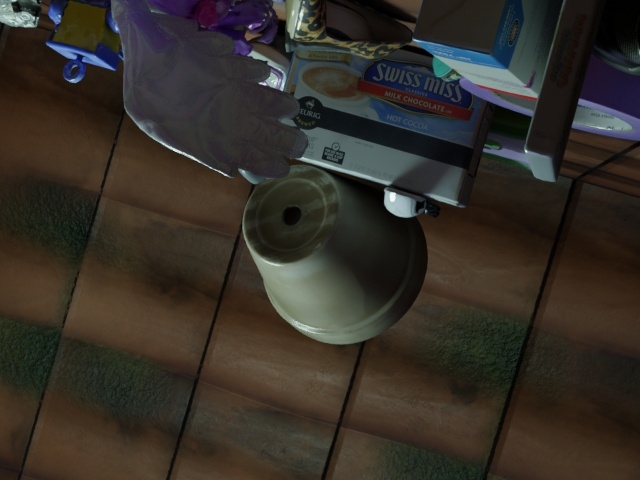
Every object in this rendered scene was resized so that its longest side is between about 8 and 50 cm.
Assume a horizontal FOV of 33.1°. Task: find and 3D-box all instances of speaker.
[{"bbox_3d":[0.306,-0.219,2.027,0.296,0.131,0.131,17,-178,11],"label":"speaker"}]

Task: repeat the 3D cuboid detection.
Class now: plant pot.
[{"bbox_3d":[0.000,0.000,1.969,0.323,0.323,0.280,18,168,30],"label":"plant pot"}]

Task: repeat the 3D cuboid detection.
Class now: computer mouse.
[{"bbox_3d":[0.143,-0.061,1.835,0.106,0.042,0.193,18,-176,13],"label":"computer mouse"}]

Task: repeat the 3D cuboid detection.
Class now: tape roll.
[{"bbox_3d":[0.322,-0.207,1.379,0.274,0.090,0.275,17,-177,-1],"label":"tape roll"}]

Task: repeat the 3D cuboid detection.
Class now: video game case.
[{"bbox_3d":[0.208,-0.157,0.880,0.026,0.206,0.227,15,-178,13],"label":"video game case"}]

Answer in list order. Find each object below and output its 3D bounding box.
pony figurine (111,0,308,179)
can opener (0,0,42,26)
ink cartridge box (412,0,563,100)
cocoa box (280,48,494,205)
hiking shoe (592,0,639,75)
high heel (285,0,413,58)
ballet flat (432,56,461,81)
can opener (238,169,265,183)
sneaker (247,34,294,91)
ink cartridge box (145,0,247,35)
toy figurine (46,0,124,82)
[{"bbox_3d":[-0.143,-0.252,1.018,0.351,0.303,0.363,16,-159,5],"label":"pony figurine"},{"bbox_3d":[-0.425,-0.408,1.562,0.076,0.095,0.283,16,150,-17],"label":"can opener"},{"bbox_3d":[0.175,-0.209,0.981,0.078,0.134,0.231,17,-179,27],"label":"ink cartridge box"},{"bbox_3d":[0.117,-0.214,1.882,0.347,0.228,0.231,17,-176,10],"label":"cocoa box"},{"bbox_3d":[0.346,-0.196,0.964,0.226,0.086,0.114,10,169,15],"label":"hiking shoe"},{"bbox_3d":[0.046,-0.309,1.456,0.186,0.093,0.261,-1,174,-2],"label":"high heel"},{"bbox_3d":[0.216,-0.267,1.551,0.070,0.070,0.188,16,-176,-12],"label":"ballet flat"},{"bbox_3d":[-0.150,-0.236,1.954,0.093,0.280,0.074,-30,-164,-13],"label":"can opener"},{"bbox_3d":[-0.095,-0.343,2.014,0.152,0.114,0.305,-30,-158,-12],"label":"sneaker"},{"bbox_3d":[-0.296,-0.430,1.980,0.275,0.060,0.239,15,-179,-24],"label":"ink cartridge box"},{"bbox_3d":[-0.404,-0.368,1.724,0.362,0.217,0.191,17,-178,23],"label":"toy figurine"}]
